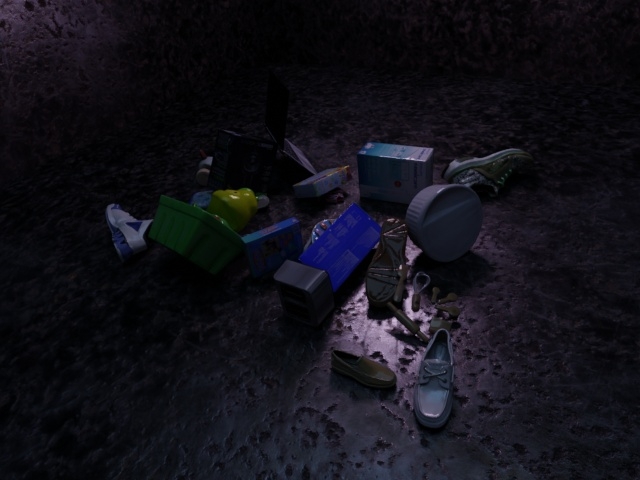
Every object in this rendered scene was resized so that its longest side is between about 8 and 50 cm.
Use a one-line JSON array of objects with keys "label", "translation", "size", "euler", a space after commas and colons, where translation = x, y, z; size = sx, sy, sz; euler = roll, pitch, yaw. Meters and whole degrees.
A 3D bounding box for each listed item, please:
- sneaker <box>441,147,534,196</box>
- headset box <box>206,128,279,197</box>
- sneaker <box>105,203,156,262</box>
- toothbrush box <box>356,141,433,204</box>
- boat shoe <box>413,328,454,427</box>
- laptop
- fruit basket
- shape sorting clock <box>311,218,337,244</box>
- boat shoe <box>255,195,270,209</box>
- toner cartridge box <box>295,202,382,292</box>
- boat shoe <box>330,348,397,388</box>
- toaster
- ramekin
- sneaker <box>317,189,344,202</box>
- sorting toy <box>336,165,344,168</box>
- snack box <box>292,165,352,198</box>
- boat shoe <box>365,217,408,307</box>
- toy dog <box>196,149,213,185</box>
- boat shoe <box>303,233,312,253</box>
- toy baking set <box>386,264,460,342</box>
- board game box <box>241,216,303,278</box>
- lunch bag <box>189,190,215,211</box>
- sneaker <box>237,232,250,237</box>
[{"label": "sneaker", "translation": [0.723, -0.259, 1.971], "size": [0.411, 0.158, 0.181], "euler": [-12, 67, -9]}, {"label": "headset box", "translation": [-0.343, -0.321, 2.056], "size": [0.247, 0.282, 0.131], "euler": [1, 21, -47]}, {"label": "sneaker", "translation": [-0.766, -0.040, 1.935], "size": [0.183, 0.127, 0.315], "euler": [-19, 43, -21]}, {"label": "toothbrush box", "translation": [0.316, -0.281, 1.968], "size": [0.296, 0.216, 0.126], "euler": [12, 40, 23]}, {"label": "boat shoe", "translation": [0.293, 0.341, 1.202], "size": [0.098, 0.096, 0.277], "euler": [4, 37, 16]}, {"label": "laptop", "translation": [-0.119, -0.540, 2.209], "size": [0.236, 0.408, 0.381], "euler": [-48, 35, 14]}, {"label": "fruit basket", "translation": [-0.404, -0.086, 1.731], "size": [0.393, 0.283, 0.391], "euler": [-23, 47, 27]}, {"label": "shape sorting clock", "translation": [0.066, 0.004, 1.705], "size": [0.207, 0.040, 0.206], "euler": [12, 54, -17]}, {"label": "boat shoe", "translation": [-0.322, -0.150, 2.060], "size": [0.206, 0.075, 0.065], "euler": [-10, -8, 5]}, {"label": "toner cartridge box", "translation": [0.071, 0.029, 1.618], "size": [0.165, 0.075, 0.348], "euler": [44, 53, 2]}, {"label": "boat shoe", "translation": [0.112, 0.340, 1.259], "size": [0.190, 0.072, 0.068], "euler": [10, 39, 23]}, {"label": "toaster", "translation": [-0.044, 0.165, 1.457], "size": [0.186, 0.167, 0.110], "euler": [16, 44, 31]}, {"label": "ramekin", "translation": [0.419, -0.072, 1.625], "size": [0.273, 0.272, 0.127], "euler": [-21, 26, -18]}, {"label": "sneaker", "translation": [0.049, -0.182, 2.034], "size": [0.120, 0.047, 0.057], "euler": [-15, 47, -8]}, {"label": "sorting toy", "translation": [0.109, -0.312, 2.210], "size": [0.061, 0.042, 0.101], "euler": [-23, 48, 5]}, {"label": "snack box", "translation": [0.008, -0.258, 2.073], "size": [0.207, 0.070, 0.175], "euler": [-28, 17, -28]}, {"label": "boat shoe", "translation": [0.229, 0.086, 1.567], "size": [0.122, 0.110, 0.340], "euler": [14, 57, 11]}, {"label": "toy dog", "translation": [-0.472, -0.395, 2.325], "size": [0.334, 0.160, 0.220], "euler": [-21, 38, -18]}, {"label": "boat shoe", "translation": [0.000, -0.001, 1.771], "size": [0.081, 0.079, 0.227], "euler": [-6, 29, 47]}, {"label": "toy baking set", "translation": [0.303, 0.190, 1.421], "size": [0.197, 0.030, 0.256], "euler": [-37, 62, -28]}, {"label": "board game box", "translation": [-0.166, 0.026, 1.679], "size": [0.211, 0.160, 0.047], "euler": [-23, 38, -21]}, {"label": "lunch bag", "translation": [-0.498, -0.169, 2.070], "size": [0.129, 0.096, 0.151], "euler": [-5, 45, 5]}, {"label": "sneaker", "translation": [-0.304, -0.007, 1.835], "size": [0.170, 0.068, 0.071], "euler": [1, 31, 13]}]
